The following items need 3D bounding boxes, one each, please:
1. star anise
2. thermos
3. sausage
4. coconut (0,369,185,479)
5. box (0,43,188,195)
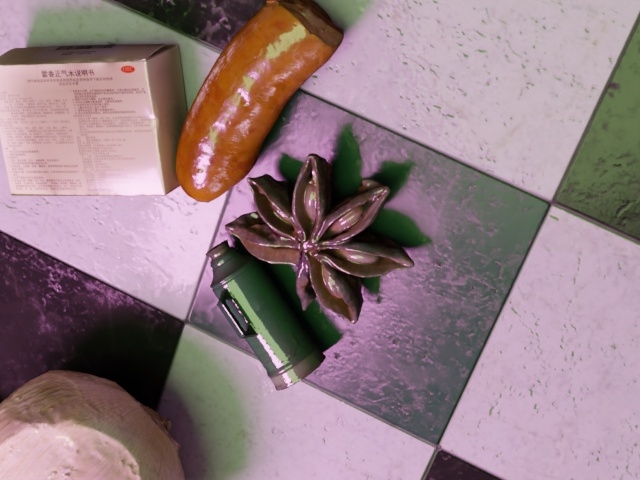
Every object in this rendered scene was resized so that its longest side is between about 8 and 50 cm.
[{"bbox_3d":[0.007,-0.012,1.490,0.212,0.073,0.197,48,122,-6],"label":"star anise"},{"bbox_3d":[-0.078,0.087,1.558,0.187,0.083,0.073,56,160,-6],"label":"thermos"},{"bbox_3d":[-0.083,-0.156,1.451,0.109,0.109,0.270,36,117,3],"label":"sausage"},{"bbox_3d":[-0.301,0.301,1.613,0.255,0.297,0.297,-36,96,0],"label":"coconut"},{"bbox_3d":[-0.270,-0.143,1.527,0.212,0.095,0.168,1,112,19],"label":"box"}]
